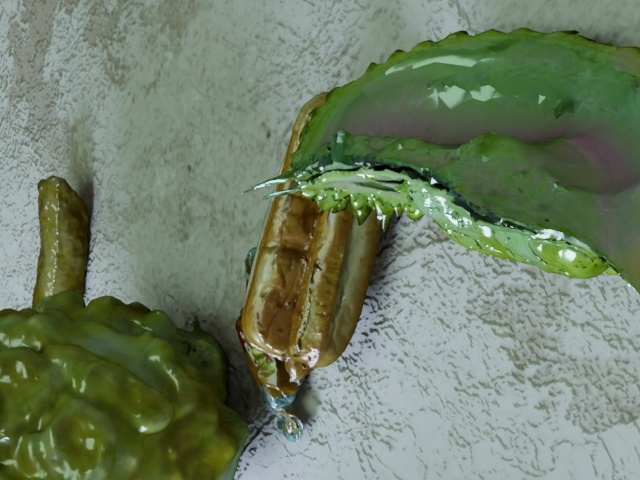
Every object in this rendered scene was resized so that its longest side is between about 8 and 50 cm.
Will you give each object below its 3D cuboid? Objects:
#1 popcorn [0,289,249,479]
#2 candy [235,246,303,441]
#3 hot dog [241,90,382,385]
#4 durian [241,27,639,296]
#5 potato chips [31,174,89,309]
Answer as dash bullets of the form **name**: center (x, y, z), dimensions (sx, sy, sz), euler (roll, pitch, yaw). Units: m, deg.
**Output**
- **popcorn**: center (-0.241, 0.189, 1.216), dimensions (0.312, 0.312, 0.312), euler (8, 101, 50)
- **candy**: center (-0.047, 0.094, 1.161), dimensions (0.053, 0.046, 0.182), euler (-20, 81, 52)
- **hot dog**: center (0.000, 0.000, 1.064), dimensions (0.102, 0.076, 0.249), euler (17, 103, 20)
- **durian**: center (0.119, -0.058, 0.839), dimensions (0.352, 0.169, 0.158), euler (21, 111, 49)
- **potato chips**: center (-0.318, 0.125, 1.465), dimensions (0.057, 0.080, 0.407), euler (18, 99, 39)
